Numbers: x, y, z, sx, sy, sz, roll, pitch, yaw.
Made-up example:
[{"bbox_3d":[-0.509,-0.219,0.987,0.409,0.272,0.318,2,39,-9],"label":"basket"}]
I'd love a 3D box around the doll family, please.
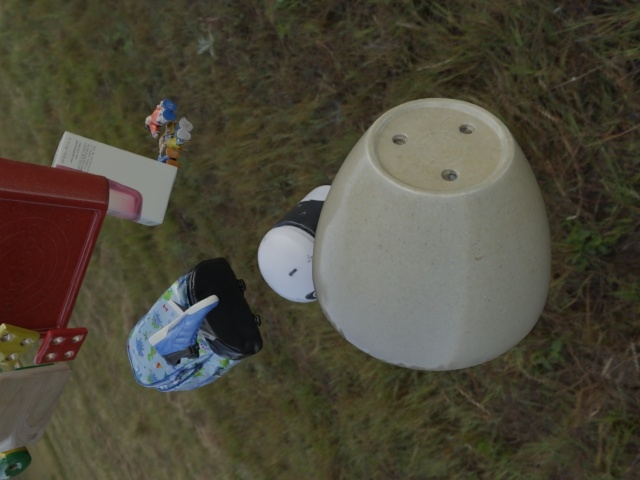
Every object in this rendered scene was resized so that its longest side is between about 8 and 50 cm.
[{"bbox_3d":[-0.383,-0.207,1.530,0.163,0.118,0.263,-11,64,56],"label":"doll family"}]

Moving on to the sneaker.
[{"bbox_3d":[-0.239,0.175,1.173,0.084,0.152,0.058,54,177,1],"label":"sneaker"}]

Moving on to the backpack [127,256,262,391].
[{"bbox_3d":[-0.354,0.260,1.678,0.355,0.273,0.290,-47,61,47],"label":"backpack"}]

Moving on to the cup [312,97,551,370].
[{"bbox_3d":[0.142,-0.036,0.796,0.331,0.331,0.237,48,160,34],"label":"cup"}]

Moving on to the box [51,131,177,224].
[{"bbox_3d":[-0.441,-0.122,1.307,0.148,0.232,0.126,-2,72,64],"label":"box"}]

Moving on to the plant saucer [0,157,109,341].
[{"bbox_3d":[-0.387,0.030,0.785,0.048,0.259,0.258,25,98,24],"label":"plant saucer"}]

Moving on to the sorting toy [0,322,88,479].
[{"bbox_3d":[-0.373,0.182,0.718,0.046,0.132,0.274,46,117,30],"label":"sorting toy"}]

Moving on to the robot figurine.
[{"bbox_3d":[0.001,0.002,1.251,0.174,0.278,0.209,21,137,29],"label":"robot figurine"}]

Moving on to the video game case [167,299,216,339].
[{"bbox_3d":[-0.259,0.162,1.264,0.087,0.011,0.122,42,172,15],"label":"video game case"}]
